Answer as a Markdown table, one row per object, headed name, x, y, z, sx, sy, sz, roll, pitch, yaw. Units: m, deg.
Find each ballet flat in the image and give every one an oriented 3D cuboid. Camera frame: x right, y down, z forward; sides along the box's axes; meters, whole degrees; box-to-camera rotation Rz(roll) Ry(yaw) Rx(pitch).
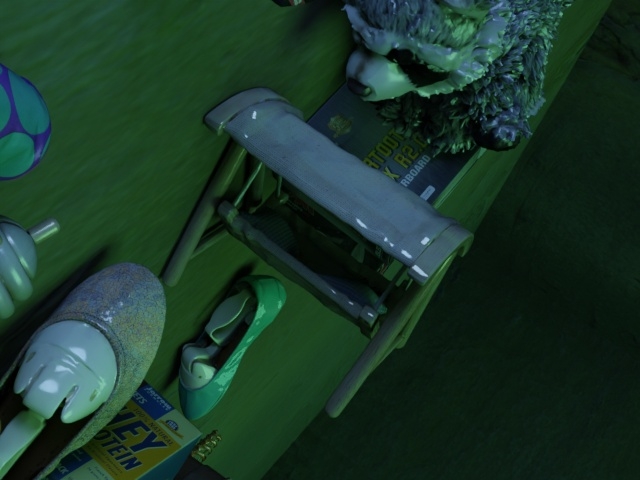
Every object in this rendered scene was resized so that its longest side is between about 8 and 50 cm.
| name | x | y | z | sx | sy | sz | roll | pitch | yaw |
| --- | --- | --- | --- | --- | --- | --- | --- | --- | --- |
| ballet flat | -0.147 | 0.145 | 1.127 | 0.247 | 0.083 | 0.087 | -54 | 142 | 8 |
| ballet flat | -0.248 | 0.157 | 0.702 | 0.316 | 0.108 | 0.106 | -54 | -178 | 3 |

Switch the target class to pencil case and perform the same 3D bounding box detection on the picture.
| name | x | y | z | sx | sy | sz | roll | pitch | yaw |
| --- | --- | --- | --- | --- | --- | --- | --- | --- | --- |
| pencil case | -0.199 | -0.072 | 0.398 | 0.152 | 0.065 | 0.070 | 30 | 82 | -76 |

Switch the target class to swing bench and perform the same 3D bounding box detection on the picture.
| name | x | y | z | sx | sy | sz | roll | pitch | yaw |
| --- | --- | --- | --- | --- | --- | --- | --- | --- | --- |
| swing bench | 0.000 | 0.000 | 0.831 | 0.165 | 0.253 | 0.254 | -39 | 162 | -45 |

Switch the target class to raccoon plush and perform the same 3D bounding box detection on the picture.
| name | x | y | z | sx | sy | sz | roll | pitch | yaw |
| --- | --- | --- | --- | --- | --- | --- | --- | --- | --- |
| raccoon plush | 0.161 | -0.305 | 0.838 | 0.299 | 0.216 | 0.446 | 67 | 44 | -63 |

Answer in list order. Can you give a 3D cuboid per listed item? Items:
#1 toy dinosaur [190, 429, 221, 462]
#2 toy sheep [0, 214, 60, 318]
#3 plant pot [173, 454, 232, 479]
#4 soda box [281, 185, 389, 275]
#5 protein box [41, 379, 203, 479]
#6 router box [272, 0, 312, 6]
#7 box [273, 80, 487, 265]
| name | x | y | z | sx | sy | sz | roll | pitch | yaw |
| --- | --- | --- | --- | --- | --- | --- | --- | --- | --- |
| toy dinosaur | -0.280 | 0.474 | 1.378 | 0.322 | 0.164 | 0.218 | -32 | 152 | 8 |
| toy sheep | -0.226 | 0.019 | 0.500 | 0.132 | 0.091 | 0.091 | -27 | 158 | -18 |
| plant pot | -0.240 | 0.346 | 1.113 | 0.167 | 0.165 | 0.167 | -49 | 167 | -15 |
| soda box | 0.019 | -0.017 | 1.026 | 0.060 | 0.169 | 0.053 | -53 | 166 | 3 |
| protein box | -0.273 | 0.274 | 0.882 | 0.201 | 0.136 | 0.200 | -58 | 165 | 22 |
| router box | -0.038 | -0.207 | 0.455 | 0.038 | 0.122 | 0.092 | -32 | 156 | -45 |
| box | 0.084 | -0.113 | 0.969 | 0.231 | 0.183 | 0.056 | -47 | 167 | -16 |
